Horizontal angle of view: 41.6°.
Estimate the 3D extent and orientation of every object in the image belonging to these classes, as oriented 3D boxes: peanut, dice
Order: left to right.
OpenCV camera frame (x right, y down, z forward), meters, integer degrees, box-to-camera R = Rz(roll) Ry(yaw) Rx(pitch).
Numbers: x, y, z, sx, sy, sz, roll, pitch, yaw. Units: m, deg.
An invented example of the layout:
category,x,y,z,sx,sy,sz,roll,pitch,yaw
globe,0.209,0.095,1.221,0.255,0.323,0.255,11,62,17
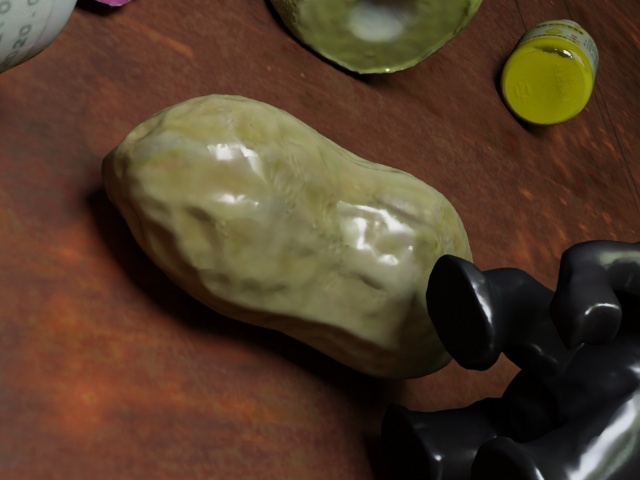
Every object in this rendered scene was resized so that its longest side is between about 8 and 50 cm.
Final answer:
category,x,y,z,sx,sy,sz,roll,pitch,yaw
peanut,0.000,0.000,0.575,0.313,0.152,0.152,30,44,-34
dice,0.053,-0.282,0.828,0.169,0.166,0.169,24,49,-41

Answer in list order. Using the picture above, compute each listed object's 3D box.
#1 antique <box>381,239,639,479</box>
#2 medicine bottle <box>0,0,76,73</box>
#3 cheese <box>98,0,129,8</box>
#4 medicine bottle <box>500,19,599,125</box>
category,x,y,z,sx,sy,sz,roll,pitch,yaw
antique,0.191,0.115,0.566,0.255,0.322,0.185,-9,42,-21
medicine bottle,-0.244,-0.117,0.332,0.170,0.170,0.293,55,34,-7
cheese,-0.182,-0.214,0.597,0.145,0.038,0.095,6,61,-51
medicine bottle,0.334,-0.254,1.200,0.122,0.122,0.212,52,35,-11
